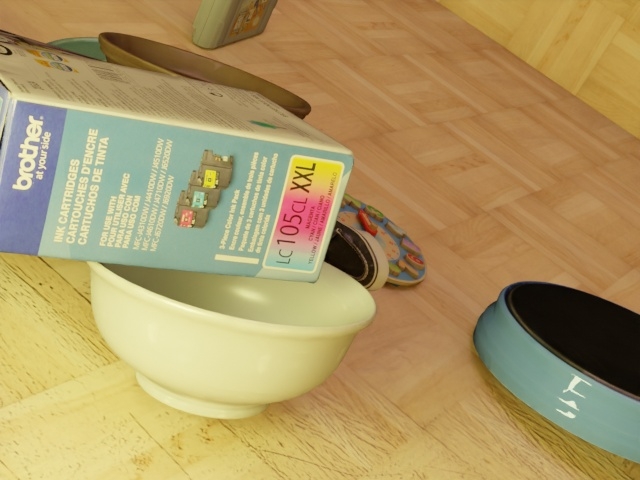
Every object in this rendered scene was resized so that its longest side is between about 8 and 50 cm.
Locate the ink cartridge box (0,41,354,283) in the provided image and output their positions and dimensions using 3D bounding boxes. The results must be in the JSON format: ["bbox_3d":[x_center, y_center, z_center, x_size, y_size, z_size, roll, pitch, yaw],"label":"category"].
[{"bbox_3d":[-0.209,-0.085,1.097,0.395,0.151,0.270,9,15,-28],"label":"ink cartridge box"}]

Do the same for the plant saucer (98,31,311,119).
[{"bbox_3d":[-0.147,-0.196,1.399,0.278,0.041,0.278,20,12,-4],"label":"plant saucer"}]

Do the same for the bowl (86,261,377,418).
[{"bbox_3d":[-0.102,0.088,1.121,0.298,0.134,0.298,14,13,-3],"label":"bowl"}]

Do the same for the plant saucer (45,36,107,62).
[{"bbox_3d":[-0.280,-0.214,1.568,0.317,0.044,0.317,12,30,-7],"label":"plant saucer"}]

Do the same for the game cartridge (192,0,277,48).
[{"bbox_3d":[-0.138,-0.474,2.114,0.062,0.198,0.297,34,25,7],"label":"game cartridge"}]

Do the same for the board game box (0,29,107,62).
[{"bbox_3d":[-0.293,-0.190,1.339,0.347,0.056,0.208,15,18,-21],"label":"board game box"}]

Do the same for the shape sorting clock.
[{"bbox_3d":[0.071,-0.007,1.647,0.206,0.040,0.206,24,25,-12],"label":"shape sorting clock"}]

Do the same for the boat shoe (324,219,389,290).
[{"bbox_3d":[0.000,0.000,1.522,0.070,0.078,0.219,0,30,-49],"label":"boat shoe"}]

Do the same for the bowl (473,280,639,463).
[{"bbox_3d":[0.405,0.175,1.555,0.391,0.077,0.391,19,19,-7],"label":"bowl"}]
